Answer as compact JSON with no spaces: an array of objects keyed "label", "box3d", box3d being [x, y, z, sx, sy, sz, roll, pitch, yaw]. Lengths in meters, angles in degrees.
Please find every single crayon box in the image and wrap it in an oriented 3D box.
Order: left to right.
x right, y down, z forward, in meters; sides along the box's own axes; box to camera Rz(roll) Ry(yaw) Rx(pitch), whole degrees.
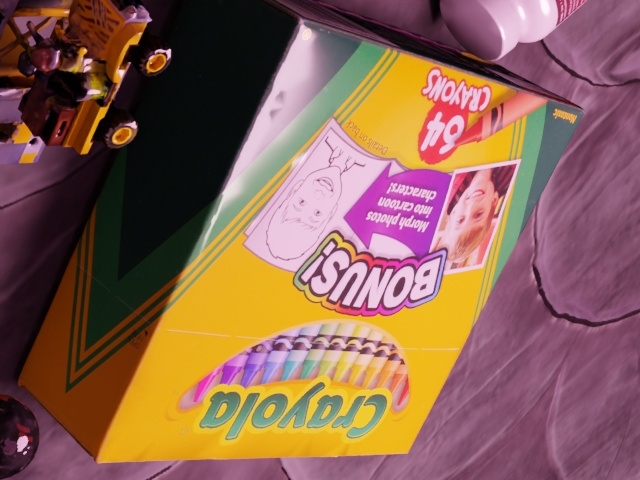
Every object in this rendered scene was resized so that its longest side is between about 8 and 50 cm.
[{"label":"crayon box","box3d":[0.000,0.000,1.153,0.363,0.106,0.313,8,110,-52]}]

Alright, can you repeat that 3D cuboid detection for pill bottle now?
[{"label":"pill bottle","box3d":[0.163,-0.204,1.204,0.152,0.086,0.086,-42,142,-21]}]

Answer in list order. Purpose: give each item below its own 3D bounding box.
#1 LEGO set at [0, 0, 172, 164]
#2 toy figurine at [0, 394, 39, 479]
[{"label":"LEGO set","box3d":[-0.213,-0.166,0.616,0.192,0.331,0.255,-8,146,-45]},{"label":"toy figurine","box3d":[-0.273,0.111,0.882,0.213,0.148,0.209,-49,144,-12]}]
